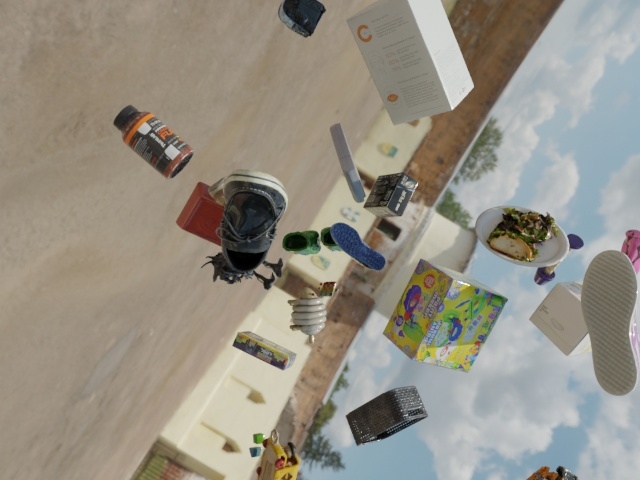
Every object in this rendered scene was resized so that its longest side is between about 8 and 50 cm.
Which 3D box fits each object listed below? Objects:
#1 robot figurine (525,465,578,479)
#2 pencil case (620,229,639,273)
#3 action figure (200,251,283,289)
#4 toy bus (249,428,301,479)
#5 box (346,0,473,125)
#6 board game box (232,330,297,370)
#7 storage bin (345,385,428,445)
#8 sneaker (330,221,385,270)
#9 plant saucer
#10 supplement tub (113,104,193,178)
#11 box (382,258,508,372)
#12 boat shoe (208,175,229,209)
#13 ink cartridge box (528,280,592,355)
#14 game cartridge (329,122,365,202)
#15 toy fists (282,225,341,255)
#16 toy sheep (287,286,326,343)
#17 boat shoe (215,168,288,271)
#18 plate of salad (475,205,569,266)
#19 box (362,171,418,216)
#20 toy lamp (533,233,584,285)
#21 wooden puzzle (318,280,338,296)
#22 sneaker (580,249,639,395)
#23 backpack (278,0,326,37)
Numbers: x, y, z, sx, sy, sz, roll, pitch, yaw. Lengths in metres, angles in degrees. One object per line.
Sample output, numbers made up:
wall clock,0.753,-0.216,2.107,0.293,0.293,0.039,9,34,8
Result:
robot figurine,0.570,0.697,1.493,0.211,0.290,0.085,-28,-158,-19
pencil case,0.940,0.070,1.812,0.098,0.095,0.209,0,110,-41
action figure,-0.281,0.085,2.086,0.164,0.276,0.141,-63,-156,24
toy bus,-0.111,0.639,1.700,0.202,0.105,0.190,-36,-121,52
box,0.266,-0.544,1.738,0.215,0.345,0.168,-6,-149,44
board game box,-0.164,0.327,1.771,0.141,0.170,0.048,38,76,-80
storage bin,0.168,0.448,1.516,0.122,0.084,0.180,7,143,-45
sneaker,0.108,0.021,1.950,0.081,0.232,0.090,-54,-157,-12
plant saucer,-0.399,-0.076,2.270,0.259,0.259,0.047,-49,-157,41
supplement tub,-0.429,-0.255,1.513,0.106,0.198,0.106,-49,-174,7
box,0.411,0.251,1.962,0.177,0.279,0.289,38,-75,54
boat shoe,-0.271,-0.146,2.077,0.123,0.116,0.324,-37,170,22
ink cartridge box,0.830,0.243,1.894,0.233,0.171,0.168,0,127,-40
game cartridge,0.100,-0.305,2.252,0.062,0.198,0.297,-22,-135,9
toy fists,0.000,0.000,2.192,0.142,0.279,0.096,36,47,-69
toy sheep,-0.029,0.174,1.378,0.091,0.091,0.131,-53,140,-84
boat shoe,-0.205,-0.046,1.736,0.500,0.187,0.155,114,-15,-63
plate of salad,0.434,-0.019,1.274,0.199,0.200,0.048,-58,160,-45
box,0.260,-0.168,2.214,0.147,0.078,0.180,-63,-157,-11
toy lamp,0.927,0.083,2.333,0.080,0.080,0.274,-58,173,-42
wooden puzzle,0.022,0.148,1.806,0.083,0.006,0.049,-6,-124,40
sneaker,0.597,0.163,1.205,0.161,0.102,0.281,7,84,-54
backpack,-0.061,-0.645,1.687,0.105,0.114,0.084,-64,-160,-11
